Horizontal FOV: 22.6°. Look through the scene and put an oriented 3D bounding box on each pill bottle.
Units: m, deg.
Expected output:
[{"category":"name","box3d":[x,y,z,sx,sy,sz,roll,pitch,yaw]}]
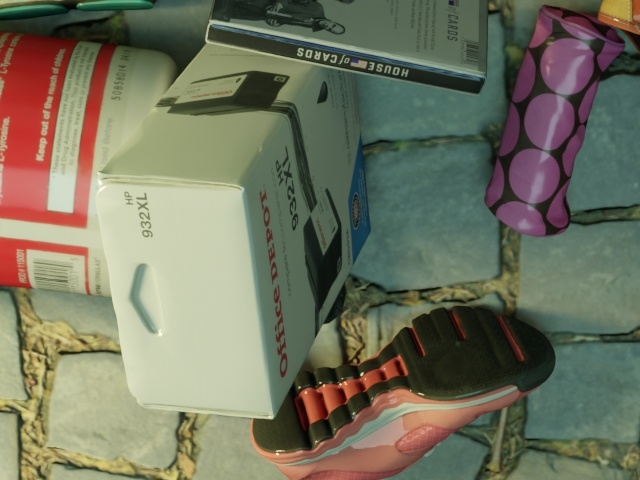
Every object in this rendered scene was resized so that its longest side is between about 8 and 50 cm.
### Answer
[{"category":"pill bottle","box3d":[-0.341,-0.080,1.437,0.407,0.229,0.229,7,115,-2]}]

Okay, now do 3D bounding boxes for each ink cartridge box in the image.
[{"category":"ink cartridge box","box3d":[-0.062,-0.027,1.370,0.129,0.307,0.223,4,122,17]}]

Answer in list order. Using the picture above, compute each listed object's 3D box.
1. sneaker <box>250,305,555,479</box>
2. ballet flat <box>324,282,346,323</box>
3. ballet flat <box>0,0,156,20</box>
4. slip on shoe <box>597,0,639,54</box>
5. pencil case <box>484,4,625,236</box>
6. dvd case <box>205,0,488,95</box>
[{"category":"sneaker","box3d":[0.090,0.169,1.628,0.313,0.116,0.136,-19,137,5]},{"category":"ballet flat","box3d":[0.000,0.000,1.577,0.057,0.049,0.173,11,110,21]},{"category":"ballet flat","box3d":[-0.231,-0.234,1.469,0.168,0.057,0.052,-4,87,-1]},{"category":"slip on shoe","box3d":[0.365,-0.130,1.445,0.101,0.123,0.331,-45,115,0]},{"category":"pencil case","box3d":[0.220,-0.112,1.488,0.098,0.095,0.209,0,117,-32]},{"category":"dvd case","box3d":[0.029,-0.213,1.399,0.238,0.179,0.030,12,135,-4]}]
